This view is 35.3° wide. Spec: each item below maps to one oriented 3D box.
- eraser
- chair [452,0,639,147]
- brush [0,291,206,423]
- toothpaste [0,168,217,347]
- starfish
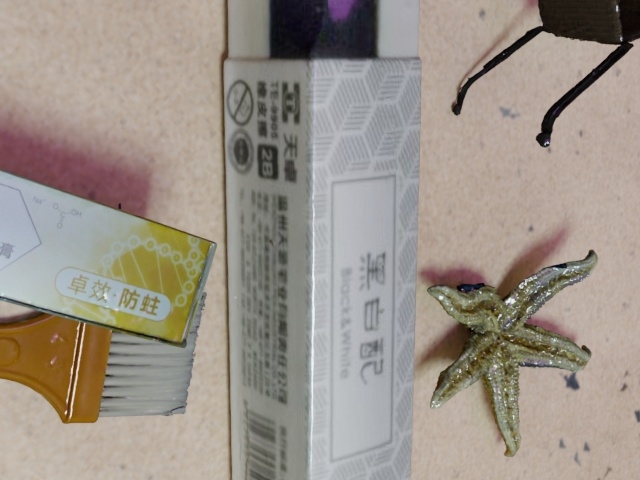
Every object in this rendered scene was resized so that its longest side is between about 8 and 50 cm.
[{"bbox_3d":[0.000,0.000,0.656,0.096,0.098,0.404,-7,104,-37],"label":"eraser"},{"bbox_3d":[0.191,-0.180,0.729,0.213,0.174,0.149,-26,117,-20],"label":"chair"},{"bbox_3d":[-0.205,0.061,0.563,0.314,0.017,0.090,6,95,-37],"label":"brush"},{"bbox_3d":[-0.204,-0.020,0.493,0.312,0.089,0.071,21,86,-35],"label":"toothpaste"},{"bbox_3d":[0.156,0.098,0.820,0.208,0.053,0.176,-7,103,-33],"label":"starfish"}]
